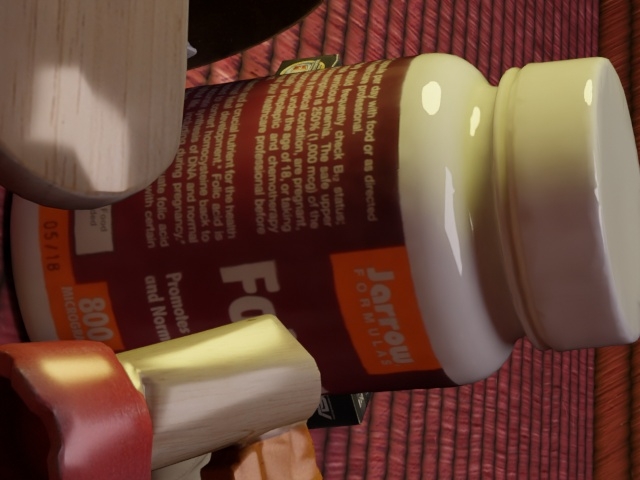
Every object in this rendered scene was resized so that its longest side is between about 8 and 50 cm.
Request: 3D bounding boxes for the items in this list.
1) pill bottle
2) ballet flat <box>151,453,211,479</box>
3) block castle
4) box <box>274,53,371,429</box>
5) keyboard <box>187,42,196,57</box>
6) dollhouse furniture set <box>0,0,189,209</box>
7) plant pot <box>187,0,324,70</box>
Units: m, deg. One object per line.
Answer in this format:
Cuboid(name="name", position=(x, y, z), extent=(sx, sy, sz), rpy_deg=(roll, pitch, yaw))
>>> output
Cuboid(name="pill bottle", position=(0.011, -0.005, 1.291), extent=(0.224, 0.392, 0.224), rpy_deg=(-6, 90, -72))
Cuboid(name="ballet flat", position=(-0.087, 0.102, 1.462), extent=(0.248, 0.086, 0.086), rpy_deg=(-65, 146, -42))
Cuboid(name="block castle", position=(-0.128, 0.268, 0.892), extent=(0.213, 0.303, 0.453), rpy_deg=(-14, 94, -41))
Cuboid(name="box", position=(0.000, 0.000, 1.715), extent=(0.216, 0.060, 0.270), rpy_deg=(-69, 148, -56))
Cuboid(name="keyboard", position=(-0.162, -0.127, 1.211), extent=(0.014, 0.072, 0.256), rpy_deg=(64, 17, 14))
Cuboid(name="dollhouse furniture set", position=(-0.288, -0.014, 0.471), extent=(0.394, 0.362, 0.256), rpy_deg=(20, 60, -39))
Cuboid(name="plant pot", position=(-0.125, -0.254, 1.312), extent=(0.215, 0.215, 0.230), rpy_deg=(18, 53, -70))
